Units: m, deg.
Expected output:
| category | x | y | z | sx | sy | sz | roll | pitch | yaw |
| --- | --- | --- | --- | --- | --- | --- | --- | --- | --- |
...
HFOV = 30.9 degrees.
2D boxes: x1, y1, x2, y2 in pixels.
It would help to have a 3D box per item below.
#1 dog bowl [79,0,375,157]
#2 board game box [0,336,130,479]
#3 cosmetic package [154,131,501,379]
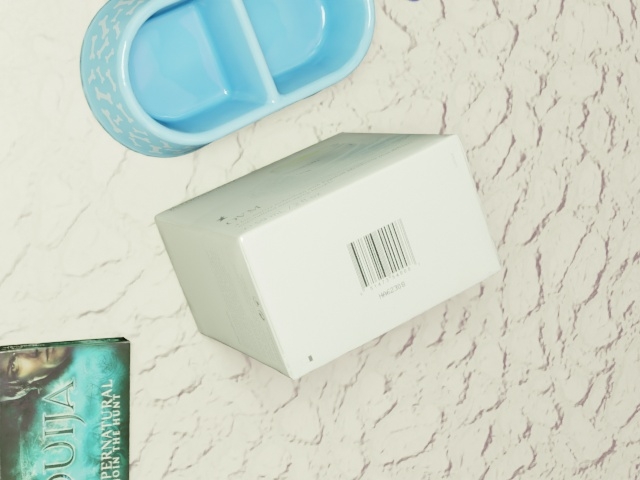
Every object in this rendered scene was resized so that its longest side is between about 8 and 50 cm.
| category | x | y | z | sx | sy | sz | roll | pitch | yaw |
| --- | --- | --- | --- | --- | --- | --- | --- | --- | --- |
| dog bowl | -0.077 | -0.186 | 1.091 | 0.297 | 0.074 | 0.166 | -28 | 108 | -20 |
| board game box | -0.241 | 0.187 | 1.082 | 0.126 | 0.026 | 0.186 | -3 | 98 | -27 |
| cosmetic package | 0.000 | 0.000 | 1.068 | 0.224 | 0.225 | 0.138 | -26 | 105 | -22 |
